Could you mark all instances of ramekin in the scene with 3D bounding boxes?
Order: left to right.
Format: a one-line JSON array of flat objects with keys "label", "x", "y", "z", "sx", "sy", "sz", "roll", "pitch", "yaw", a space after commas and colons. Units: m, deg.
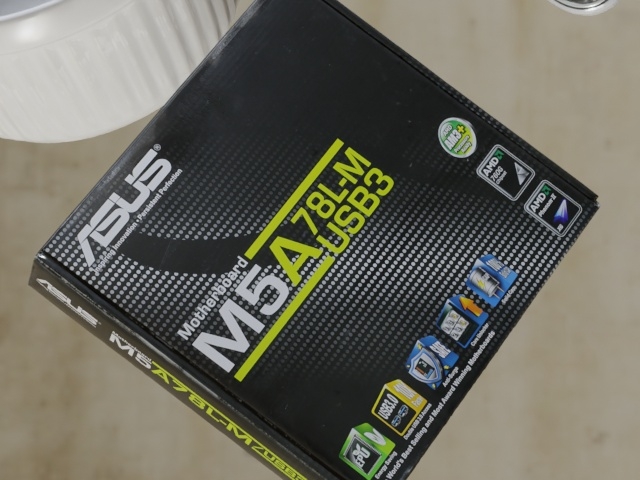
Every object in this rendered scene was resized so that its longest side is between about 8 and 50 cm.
[{"label": "ramekin", "x": -0.140, "y": -0.147, "z": 1.047, "sx": 0.109, "sy": 0.207, "sz": 0.207, "roll": 65, "pitch": -165, "yaw": -45}]

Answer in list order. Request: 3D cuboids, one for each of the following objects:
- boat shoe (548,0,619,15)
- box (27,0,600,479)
[{"label": "boat shoe", "x": 0.190, "y": -0.349, "z": 1.797, "sx": 0.306, "sy": 0.113, "sz": 0.105, "roll": 66, "pitch": -166, "yaw": -1}, {"label": "box", "x": 0.000, "y": 0.000, "z": 0.861, "sx": 0.190, "sy": 0.184, "sz": 0.045, "roll": -51, "pitch": -1, "yaw": -24}]
